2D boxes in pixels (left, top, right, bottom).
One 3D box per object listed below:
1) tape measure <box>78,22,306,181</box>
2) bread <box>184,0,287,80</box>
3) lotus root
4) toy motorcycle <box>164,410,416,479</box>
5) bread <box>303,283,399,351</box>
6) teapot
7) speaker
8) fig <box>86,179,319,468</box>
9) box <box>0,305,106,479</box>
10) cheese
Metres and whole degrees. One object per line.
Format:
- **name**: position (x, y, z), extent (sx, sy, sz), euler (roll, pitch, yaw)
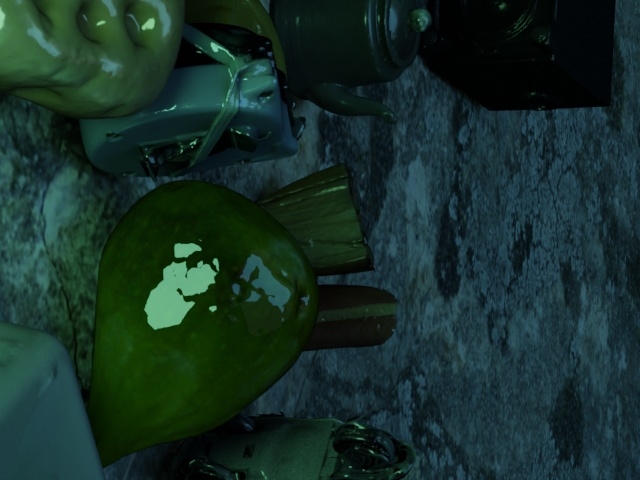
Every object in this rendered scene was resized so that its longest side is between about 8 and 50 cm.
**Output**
- **tape measure**: position (-0.114, -0.113, 1.622), extent (0.182, 0.181, 0.107), euler (57, 20, -75)
- **bread**: position (-0.094, -0.183, 1.794), extent (0.156, 0.086, 0.125), euler (-5, 85, -69)
- **lotus root**: position (-0.004, -0.002, 1.944), extent (0.159, 0.135, 0.095), euler (-82, 159, -49)
- **toy motorcycle**: position (-0.021, 0.219, 1.750), extent (0.157, 0.263, 0.091), euler (59, 39, -38)
- **bread**: position (-0.029, 0.077, 1.906), extent (0.119, 0.192, 0.067), euler (164, -77, -77)
- **teapot**: position (0.047, -0.240, 2.025), extent (0.162, 0.149, 0.239), euler (22, 71, -63)
- **speaker**: position (0.254, -0.301, 2.444), extent (0.254, 0.184, 0.232), euler (22, 70, -61)
- **fig**: position (-0.127, 0.093, 1.635), extent (0.275, 0.206, 0.206), euler (-55, 144, -17)
- **box**: position (-0.243, 0.200, 1.443), extent (0.264, 0.106, 0.337), euler (-53, 136, -52)
- **cheese**: position (-0.209, -0.192, 1.453), extent (0.218, 0.117, 0.235), euler (-39, 103, -51)
